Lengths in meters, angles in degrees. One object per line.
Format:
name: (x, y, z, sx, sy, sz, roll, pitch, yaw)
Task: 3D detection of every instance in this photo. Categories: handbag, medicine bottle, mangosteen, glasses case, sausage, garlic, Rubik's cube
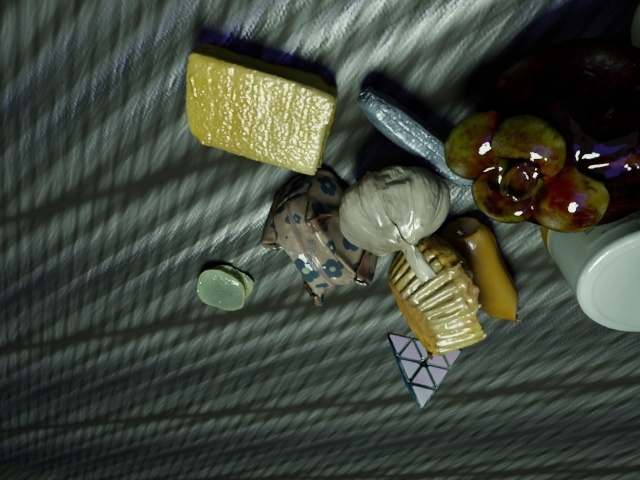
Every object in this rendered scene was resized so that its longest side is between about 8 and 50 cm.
handbag: (0.000, 0.000, 0.902, 0.190, 0.193, 0.251, -30, 114, 24)
medicine bottle: (0.580, 0.013, 0.791, 0.238, 0.231, 0.237, 4, 123, 6)
mangosteen: (0.369, -0.147, 0.654, 0.347, 0.307, 0.306, -32, 122, -21)
glasses case: (0.186, -0.193, 0.792, 0.283, 0.109, 0.067, 36, 110, -14)
sausage: (0.382, 0.090, 0.954, 0.112, 0.112, 0.328, -25, 116, 23)
garlic: (0.149, -0.020, 0.771, 0.219, 0.211, 0.218, -13, 156, -6)
Rubik's cube: (0.270, 0.311, 1.160, 0.191, 0.211, 0.178, -39, 90, -4)

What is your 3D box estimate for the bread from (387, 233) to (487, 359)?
bread: (0.241, 0.115, 0.900, 0.150, 0.274, 0.273, -29, 118, -5)

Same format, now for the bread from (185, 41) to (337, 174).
bread: (-0.112, -0.251, 0.806, 0.275, 0.114, 0.184, 17, 128, -1)

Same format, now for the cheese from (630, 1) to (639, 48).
cheese: (0.558, -0.313, 0.604, 0.189, 0.198, 0.154, 36, 160, -3)

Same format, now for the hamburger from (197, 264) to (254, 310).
hamburger: (-0.256, 0.126, 1.110, 0.140, 0.062, 0.133, 22, 120, -3)
